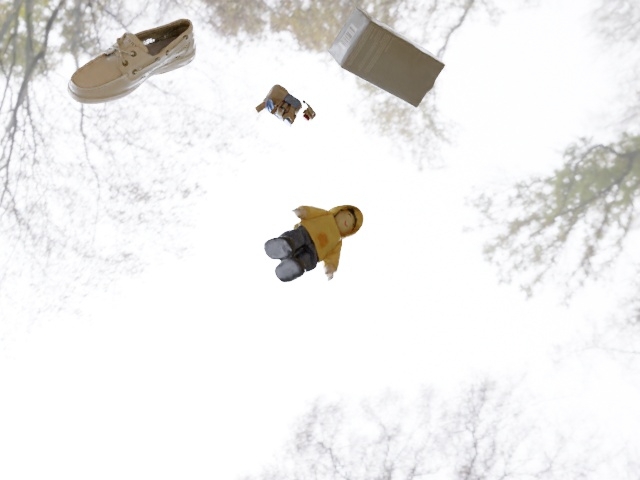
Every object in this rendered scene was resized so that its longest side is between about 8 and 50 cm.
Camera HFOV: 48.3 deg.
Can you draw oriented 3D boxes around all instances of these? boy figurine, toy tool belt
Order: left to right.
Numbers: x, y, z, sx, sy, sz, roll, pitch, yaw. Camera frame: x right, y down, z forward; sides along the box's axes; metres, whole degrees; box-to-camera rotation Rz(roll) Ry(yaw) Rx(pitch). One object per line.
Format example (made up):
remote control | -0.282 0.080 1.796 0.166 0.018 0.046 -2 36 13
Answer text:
toy tool belt | -0.053 -0.193 1.074 0.083 0.052 0.051 35 -104 10
boy figurine | 0.000 0.000 1.569 0.285 0.092 0.177 -30 -82 -49

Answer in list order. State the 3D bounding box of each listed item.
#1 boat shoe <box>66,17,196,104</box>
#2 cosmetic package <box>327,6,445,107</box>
boat shoe | -0.357 -0.352 1.351 0.277 0.096 0.098 -37 -109 -29
cosmetic package | 0.154 -0.417 1.641 0.238 0.127 0.107 21 -154 -34
